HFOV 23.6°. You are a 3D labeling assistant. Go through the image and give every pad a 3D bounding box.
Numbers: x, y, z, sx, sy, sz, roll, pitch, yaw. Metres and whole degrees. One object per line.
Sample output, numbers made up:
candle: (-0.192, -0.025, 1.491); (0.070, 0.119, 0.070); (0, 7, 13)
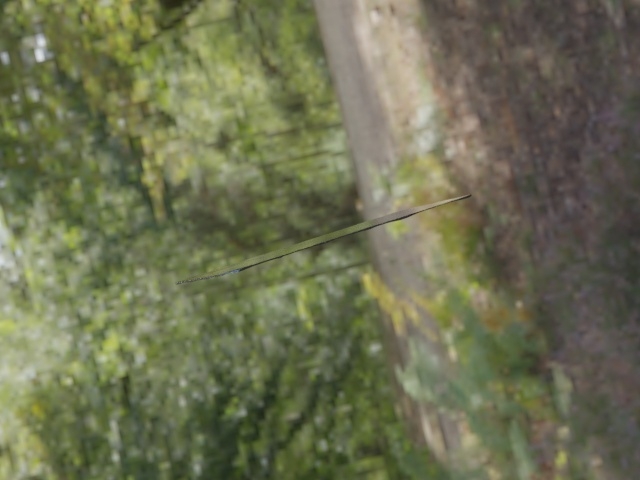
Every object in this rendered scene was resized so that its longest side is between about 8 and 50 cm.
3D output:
pad: (0.000, 0.000, 0.888); (0.112, 0.157, 0.003); (-13, 94, 70)
